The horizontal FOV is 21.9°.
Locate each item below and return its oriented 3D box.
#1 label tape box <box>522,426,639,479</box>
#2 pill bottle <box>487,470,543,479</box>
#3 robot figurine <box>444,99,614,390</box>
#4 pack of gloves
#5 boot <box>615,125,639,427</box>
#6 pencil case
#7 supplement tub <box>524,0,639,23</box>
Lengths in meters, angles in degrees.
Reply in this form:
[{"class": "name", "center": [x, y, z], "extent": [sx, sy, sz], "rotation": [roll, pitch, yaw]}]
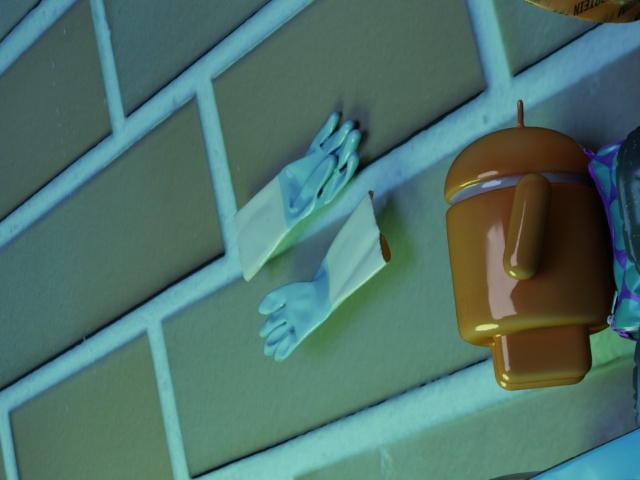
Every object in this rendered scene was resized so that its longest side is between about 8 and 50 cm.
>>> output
[{"class": "label tape box", "center": [0.283, 0.250, 1.064], "extent": [0.334, 0.106, 0.240], "rotation": [55, 139, 1]}, {"class": "pill bottle", "center": [0.194, 0.286, 1.294], "extent": [0.117, 0.117, 0.208], "rotation": [-13, 80, 55]}, {"class": "robot figurine", "center": [0.164, 0.005, 1.307], "extent": [0.128, 0.158, 0.219], "rotation": [-17, 73, 39]}, {"class": "pack of gloves", "center": [0.000, 0.000, 1.640], "extent": [0.232, 0.046, 0.195], "rotation": [-44, 45, 43]}, {"class": "boot", "center": [0.325, 0.060, 1.108], "extent": [0.222, 0.118, 0.338], "rotation": [-11, 91, 45]}, {"class": "pencil case", "center": [0.244, 0.000, 1.250], "extent": [0.064, 0.070, 0.152], "rotation": [43, -140, -79]}, {"class": "supplement tub", "center": [0.217, -0.337, 1.151], "extent": [0.207, 0.207, 0.338], "rotation": [48, 130, 42]}]
